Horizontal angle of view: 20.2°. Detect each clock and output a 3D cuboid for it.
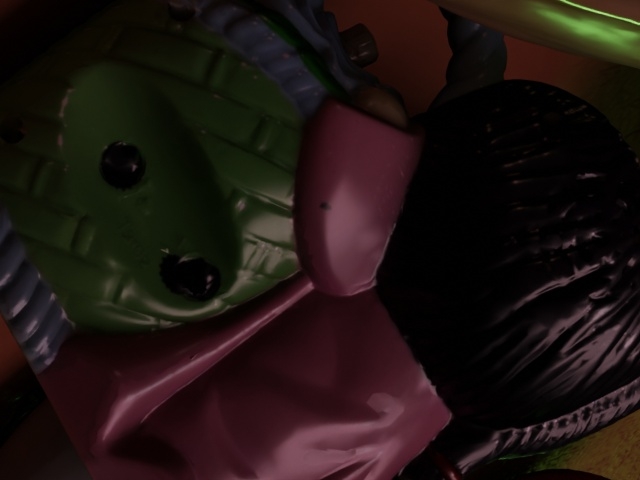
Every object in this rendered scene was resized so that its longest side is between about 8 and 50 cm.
[{"bbox_3d":[0.000,0.000,0.552,0.195,0.194,0.100,-27,-173,-4],"label":"clock"}]

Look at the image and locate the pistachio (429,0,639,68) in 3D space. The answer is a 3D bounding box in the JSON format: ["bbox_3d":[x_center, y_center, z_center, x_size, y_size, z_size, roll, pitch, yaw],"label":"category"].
[{"bbox_3d":[0.117,-0.137,0.406,0.321,0.238,0.229,-2,137,-24],"label":"pistachio"}]

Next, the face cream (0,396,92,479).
[{"bbox_3d":[-0.079,0.107,0.776,0.163,0.080,0.336,-23,154,-38],"label":"face cream"}]

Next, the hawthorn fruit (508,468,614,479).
[{"bbox_3d":[0.158,0.259,1.283,0.211,0.211,0.299,-46,144,19],"label":"hawthorn fruit"}]
